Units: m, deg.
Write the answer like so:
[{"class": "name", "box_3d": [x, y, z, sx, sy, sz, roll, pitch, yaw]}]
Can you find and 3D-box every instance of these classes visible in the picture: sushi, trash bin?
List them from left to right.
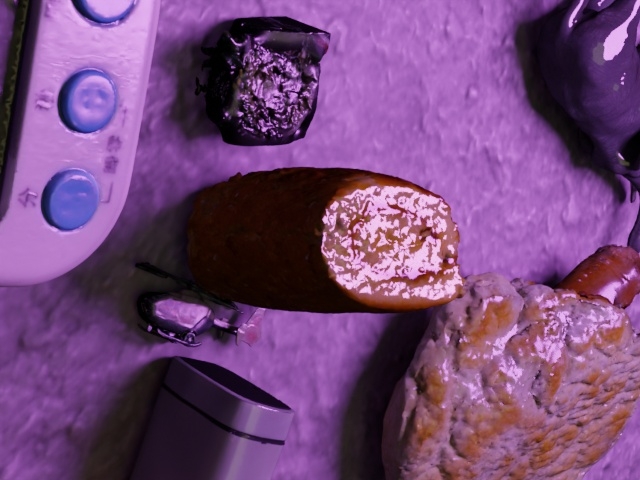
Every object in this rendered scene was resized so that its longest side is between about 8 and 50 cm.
[{"class": "trash bin", "box_3d": [-0.085, 0.161, 1.035, 0.059, 0.116, 0.130, 19, 93, -37]}, {"class": "sushi", "box_3d": [-0.046, -0.112, 1.026, 0.085, 0.056, 0.083, -9, 116, -35]}]

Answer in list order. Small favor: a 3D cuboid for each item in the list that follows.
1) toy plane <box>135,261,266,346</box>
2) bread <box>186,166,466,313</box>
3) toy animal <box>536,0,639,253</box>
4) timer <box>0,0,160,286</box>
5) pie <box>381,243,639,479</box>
[{"class": "toy plane", "box_3d": [-0.091, 0.055, 1.055, 0.121, 0.031, 0.049, 26, 79, -35]}, {"class": "bread", "box_3d": [0.000, 0.000, 1.009, 0.132, 0.172, 0.103, 3, 90, -38]}, {"class": "toy animal", "box_3d": [0.268, -0.123, 1.237, 0.137, 0.082, 0.269, -43, 128, -15]}, {"class": "timer", "box_3d": [-0.219, -0.105, 0.877, 0.237, 0.087, 0.262, 5, 100, -38]}, {"class": "pie", "box_3d": [0.169, 0.141, 1.227, 0.275, 0.105, 0.257, -11, 118, -33]}]
